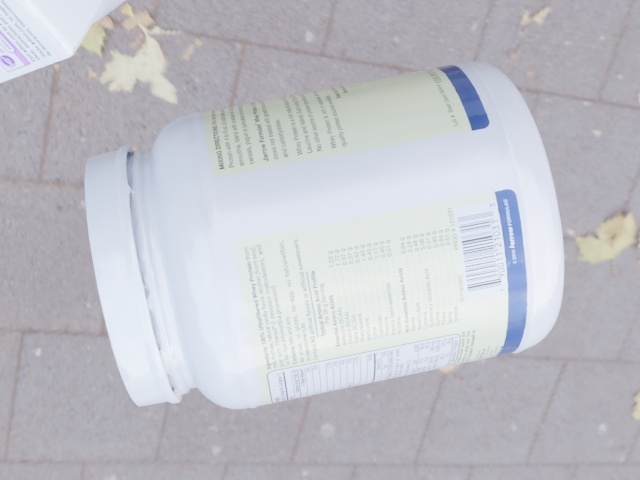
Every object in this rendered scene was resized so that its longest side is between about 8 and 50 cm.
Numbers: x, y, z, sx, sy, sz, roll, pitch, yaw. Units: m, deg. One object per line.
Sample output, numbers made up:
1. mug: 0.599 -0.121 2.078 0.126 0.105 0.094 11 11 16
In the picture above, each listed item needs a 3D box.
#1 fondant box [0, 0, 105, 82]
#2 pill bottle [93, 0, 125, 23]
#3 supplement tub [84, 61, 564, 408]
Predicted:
1. fondant box: -0.333 -0.190 0.645 0.330 0.096 0.238 -12 133 30
2. pill bottle: -0.190 -0.330 1.009 0.229 0.131 0.131 -46 124 -28
3. supplement tub: 0.000 0.000 0.786 0.325 0.235 0.235 -11 117 -4
